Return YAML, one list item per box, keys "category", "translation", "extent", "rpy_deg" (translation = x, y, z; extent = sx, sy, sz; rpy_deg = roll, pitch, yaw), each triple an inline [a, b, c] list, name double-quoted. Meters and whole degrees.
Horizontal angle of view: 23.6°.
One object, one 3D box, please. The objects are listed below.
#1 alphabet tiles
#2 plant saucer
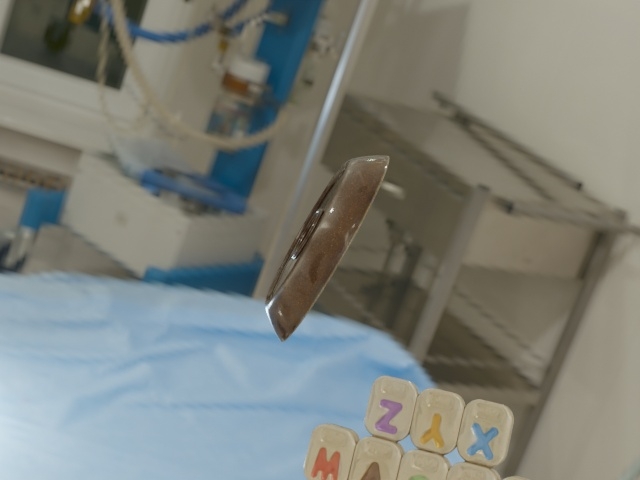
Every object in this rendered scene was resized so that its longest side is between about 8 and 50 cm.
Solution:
- category: "alphabet tiles"
  translation: [0.104, 0.298, 1.672]
  extent: [0.284, 0.278, 0.021]
  rpy_deg: [13, -1, 25]
- category: "plant saucer"
  translation: [0.000, 0.000, 1.199]
  extent: [0.029, 0.168, 0.168]
  rpy_deg: [31, 16, -5]
